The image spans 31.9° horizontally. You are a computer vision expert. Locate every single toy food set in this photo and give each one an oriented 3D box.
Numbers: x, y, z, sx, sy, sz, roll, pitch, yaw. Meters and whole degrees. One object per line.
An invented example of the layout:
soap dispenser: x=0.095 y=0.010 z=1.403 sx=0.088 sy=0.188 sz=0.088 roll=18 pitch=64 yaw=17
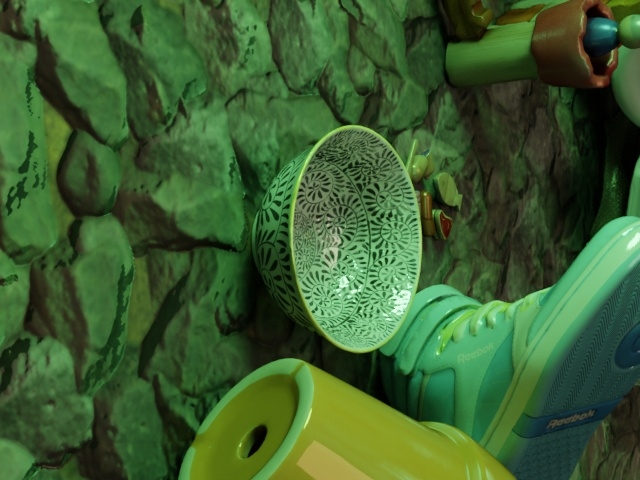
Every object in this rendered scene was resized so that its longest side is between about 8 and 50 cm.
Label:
toy food set: x=0.096 y=-0.039 z=1.038 sx=0.122 sy=0.019 sz=0.078 roll=48 pitch=52 yaw=-50

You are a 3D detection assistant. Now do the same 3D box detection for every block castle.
block castle: x=0.275 y=-0.356 z=1.130 sx=0.453 sy=0.213 sz=0.303 roll=-45 pitch=123 yaw=-45

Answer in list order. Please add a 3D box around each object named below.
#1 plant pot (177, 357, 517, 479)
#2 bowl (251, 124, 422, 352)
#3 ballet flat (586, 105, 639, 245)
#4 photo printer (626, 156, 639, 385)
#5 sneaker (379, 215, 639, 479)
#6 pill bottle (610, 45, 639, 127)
plant pot: x=0.009 y=0.188 z=0.783 sx=0.188 sy=0.205 sz=0.205 roll=43 pitch=54 yaw=-24
bowl: x=0.000 y=0.000 z=0.855 sx=0.170 sy=0.080 sz=0.170 roll=4 pitch=86 yaw=-54
ballet flat: x=0.354 y=-0.059 z=1.360 sx=0.084 sy=0.058 sz=0.250 roll=45 pitch=57 yaw=-64
photo printer: x=0.436 y=0.014 z=1.361 sx=0.256 sy=0.107 sz=0.307 roll=-40 pitch=138 yaw=-50
sneaker: x=0.146 y=0.071 z=0.911 sx=0.127 sy=0.208 sz=0.319 roll=2 pitch=127 yaw=-37
pill bottle: x=0.434 y=-0.245 z=1.343 sx=0.278 sy=0.162 sz=0.162 roll=-64 pitch=137 yaw=-57
